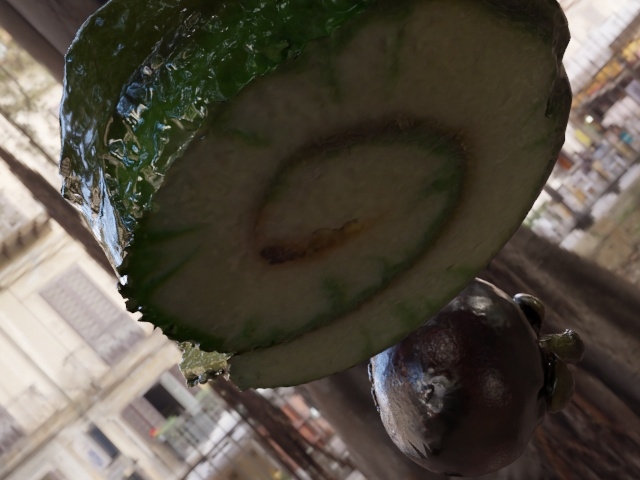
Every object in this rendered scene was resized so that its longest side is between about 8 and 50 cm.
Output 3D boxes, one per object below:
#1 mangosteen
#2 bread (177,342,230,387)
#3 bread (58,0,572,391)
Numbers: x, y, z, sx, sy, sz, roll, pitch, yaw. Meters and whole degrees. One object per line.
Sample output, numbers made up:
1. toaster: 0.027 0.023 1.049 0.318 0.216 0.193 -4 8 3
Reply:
1. mangosteen: 0.216 0.198 1.471 0.297 0.293 0.297 12 -90 -72
2. bread: -0.019 0.053 1.043 0.266 0.141 0.178 -15 -2 38
3. bread: -0.001 -0.052 0.699 0.366 0.129 0.382 -9 -43 -37
